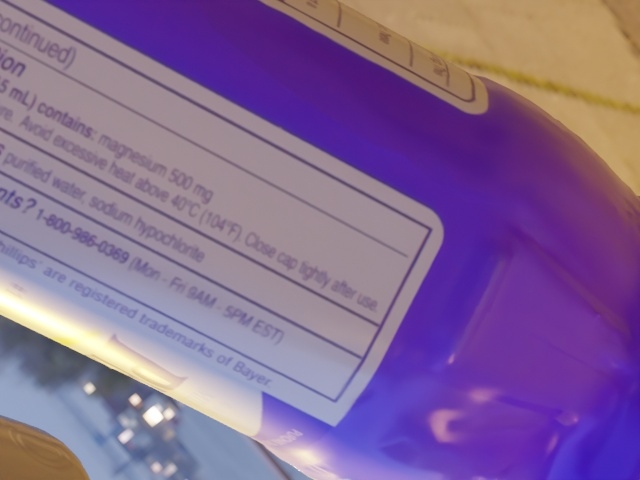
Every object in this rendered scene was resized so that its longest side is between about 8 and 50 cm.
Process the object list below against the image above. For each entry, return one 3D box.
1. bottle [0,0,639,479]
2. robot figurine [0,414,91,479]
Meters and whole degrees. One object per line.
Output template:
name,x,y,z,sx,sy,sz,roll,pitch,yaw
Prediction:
bottle,0.000,0.000,0.373,0.283,0.092,0.118,28,178,-12
robot figurine,-0.238,0.150,0.778,0.353,0.300,0.199,27,-129,-36
